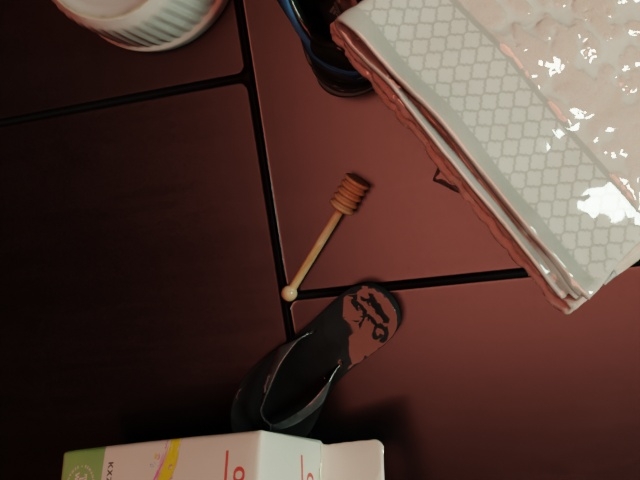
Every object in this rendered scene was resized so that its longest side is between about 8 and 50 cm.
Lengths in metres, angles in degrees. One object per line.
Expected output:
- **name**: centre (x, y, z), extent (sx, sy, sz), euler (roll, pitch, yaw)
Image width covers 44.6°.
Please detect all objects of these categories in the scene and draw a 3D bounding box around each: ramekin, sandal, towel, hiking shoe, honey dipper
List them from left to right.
- **ramekin**: centre (-0.201, -0.308, 0.820), extent (0.207, 0.109, 0.207), euler (2, 98, 15)
- **sandal**: centre (-0.018, 0.145, 0.860), extent (0.097, 0.054, 0.254), euler (41, 106, 7)
- **hiking shoe**: centre (-0.014, -0.288, 0.749), extent (0.113, 0.132, 0.304), euler (-32, 92, -1)
- **honey dipper**: centre (0.000, 0.000, 0.852), extent (0.030, 0.030, 0.160), euler (35, 109, 8)
- **towel**: centre (0.224, -0.156, 0.685), extent (0.317, 0.053, 0.332), euler (-39, 87, -14)

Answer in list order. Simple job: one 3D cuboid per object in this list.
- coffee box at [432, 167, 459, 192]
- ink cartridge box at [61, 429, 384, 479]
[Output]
- **coffee box**: centre (0.199, -0.119, 0.771), extent (0.113, 0.040, 0.184), euler (28, 104, 10)
- **ink cartridge box**: centre (-0.112, 0.308, 0.797), extent (0.354, 0.119, 0.207), euler (-14, 64, 29)
